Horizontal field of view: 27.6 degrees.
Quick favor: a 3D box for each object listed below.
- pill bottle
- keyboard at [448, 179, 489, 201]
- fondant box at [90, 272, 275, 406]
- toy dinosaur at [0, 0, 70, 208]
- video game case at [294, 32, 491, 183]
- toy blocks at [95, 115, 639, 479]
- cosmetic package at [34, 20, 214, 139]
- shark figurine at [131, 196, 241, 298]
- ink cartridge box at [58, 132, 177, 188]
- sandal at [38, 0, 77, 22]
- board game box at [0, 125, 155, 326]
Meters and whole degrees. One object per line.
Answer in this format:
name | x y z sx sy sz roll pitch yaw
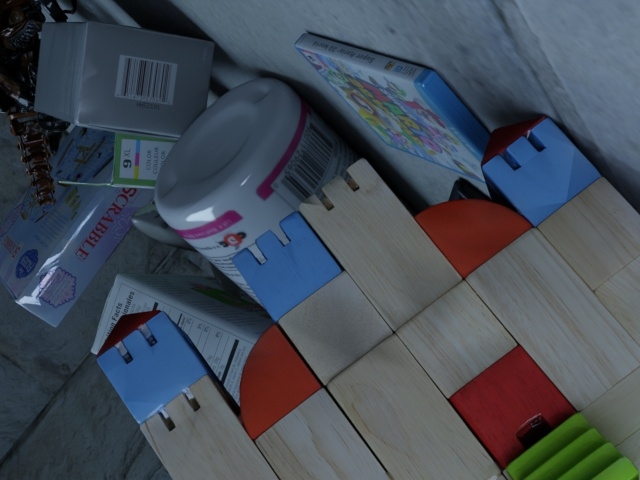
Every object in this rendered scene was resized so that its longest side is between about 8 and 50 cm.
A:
pill bottle | 0.000 0.000 1.179 0.283 0.160 0.160 43 172 -30
keyboard | 0.142 0.008 1.058 0.108 0.023 0.180 38 174 8
fondant box | -0.038 0.135 1.385 0.330 0.096 0.238 23 -172 24
toy dinosaur | -0.355 -0.196 1.544 0.322 0.164 0.218 57 -175 -27
video game case | 0.060 -0.089 0.898 0.119 0.015 0.166 44 171 -33
toy blocks | 0.057 0.075 0.739 0.261 0.381 0.190 53 178 24
cosmetic package | -0.198 -0.159 1.274 0.127 0.107 0.238 6 -176 -21
shark figurine | -0.060 0.008 1.394 0.278 0.116 0.166 4 -176 -5
ink cartridge box | -0.160 -0.083 1.377 0.209 0.062 0.109 3 -178 3
sandal | -0.290 -0.270 1.428 0.067 0.040 0.179 51 178 -21
board game box | -0.301 -0.065 1.682 0.066 0.318 0.319 39 175 -24
